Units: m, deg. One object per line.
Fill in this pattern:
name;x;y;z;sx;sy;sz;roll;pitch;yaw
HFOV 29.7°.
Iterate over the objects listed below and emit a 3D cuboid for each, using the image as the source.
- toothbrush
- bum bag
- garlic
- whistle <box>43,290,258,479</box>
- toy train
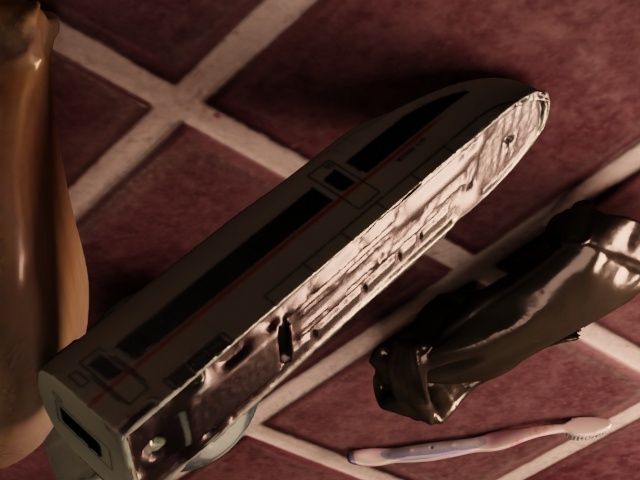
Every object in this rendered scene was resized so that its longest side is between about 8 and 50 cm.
toothbrush;0.161;0.206;1.228;0.269;0.021;0.027;-7;135;3
bum bag;0.165;0.056;1.011;0.326;0.079;0.142;-35;140;26
garlic;-0.271;0.021;0.783;0.231;0.245;0.340;1;141;-6
whistle;-0.150;0.127;0.995;0.290;0.163;0.163;-27;136;23
toy train;0.000;0.000;0.791;0.407;0.088;0.086;-39;149;-29
